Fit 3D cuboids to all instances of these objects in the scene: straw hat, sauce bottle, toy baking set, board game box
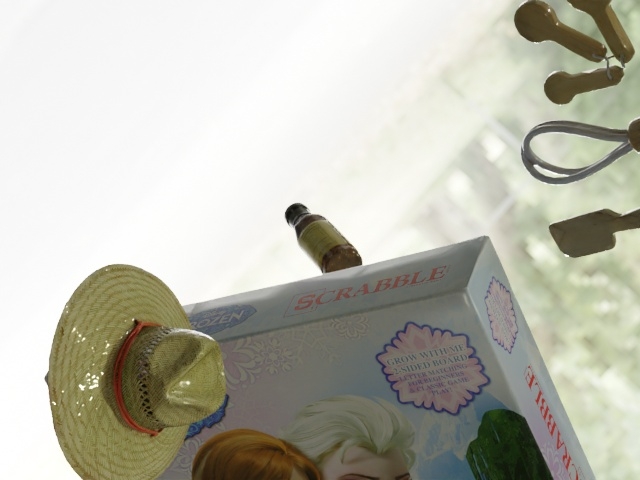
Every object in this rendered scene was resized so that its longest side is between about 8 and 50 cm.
[{"bbox_3d":[-0.088,0.078,1.140,0.061,0.144,0.144,-1,-156,31],"label":"straw hat"},{"bbox_3d":[0.000,0.000,1.899,0.042,0.042,0.128,-48,-149,4],"label":"sauce bottle"},{"bbox_3d":[0.226,-0.088,1.341,0.030,0.197,0.256,-50,145,-45],"label":"toy baking set"},{"bbox_3d":[0.022,0.173,1.339,0.319,0.318,0.066,-14,-153,27],"label":"board game box"}]
